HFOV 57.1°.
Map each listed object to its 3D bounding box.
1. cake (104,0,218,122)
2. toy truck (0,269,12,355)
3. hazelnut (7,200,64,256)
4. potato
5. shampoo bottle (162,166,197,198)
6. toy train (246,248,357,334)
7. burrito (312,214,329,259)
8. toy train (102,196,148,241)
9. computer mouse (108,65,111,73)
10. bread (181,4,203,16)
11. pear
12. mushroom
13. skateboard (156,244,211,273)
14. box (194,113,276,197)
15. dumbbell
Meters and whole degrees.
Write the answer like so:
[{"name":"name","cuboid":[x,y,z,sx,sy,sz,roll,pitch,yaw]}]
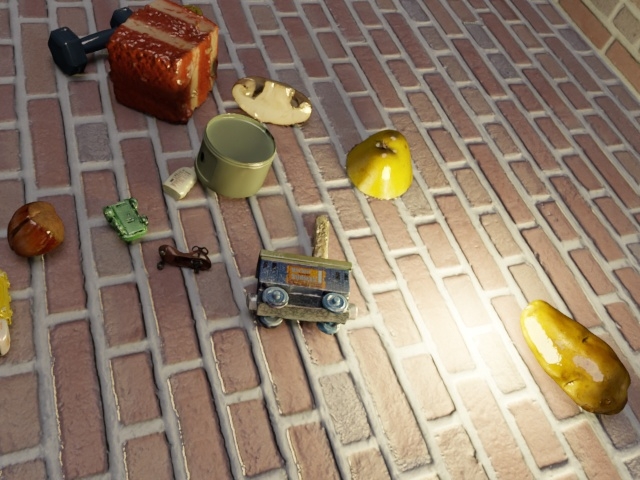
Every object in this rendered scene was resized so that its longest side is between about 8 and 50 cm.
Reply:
[{"name":"cake","cuboid":[-0.504,-0.602,1.957,0.270,0.269,0.319,23,53,4]},{"name":"toy truck","cuboid":[-0.804,0.174,1.414,0.114,0.098,0.227,-7,54,-26]},{"name":"hazelnut","cuboid":[-0.759,-0.027,1.563,0.143,0.143,0.154,-9,49,-20]},{"name":"potato","cuboid":[0.709,0.319,1.651,0.195,0.176,0.369,-37,62,-4]},{"name":"shampoo bottle","cuboid":[-0.416,-0.196,1.818,0.077,0.045,0.152,28,54,8]},{"name":"toy train","cuboid":[-0.050,0.142,1.614,0.300,0.131,0.202,9,45,-9]},{"name":"burrito","cuboid":[0.001,-0.001,1.781,0.051,0.042,0.171,15,53,-16]},{"name":"toy train","cuboid":[-0.554,-0.060,1.668,0.099,0.081,0.149,-28,70,-30]},{"name":"computer mouse","cuboid":[-0.694,-0.583,2.030,0.066,0.039,0.096,-48,52,-4]},{"name":"bread","cuboid":[-0.476,-0.747,2.134,0.103,0.172,0.132,4,54,-8]},{"name":"pear","cuboid":[0.221,-0.284,1.965,0.267,0.178,0.267,9,53,-13]},{"name":"mushroom","cuboid":[-0.170,-0.508,2.058,0.286,0.156,0.151,15,39,-18]},{"name":"skateboard","cuboid":[-0.378,0.045,1.647,0.151,0.067,0.080,13,42,-11]},{"name":"box","cuboid":[-0.263,-0.264,1.818,0.226,0.149,0.226,14,47,-16]},{"name":"dumbbell","cuboid":[-0.769,-0.691,2.041,0.316,0.156,0.143,-35,98,-32]}]
